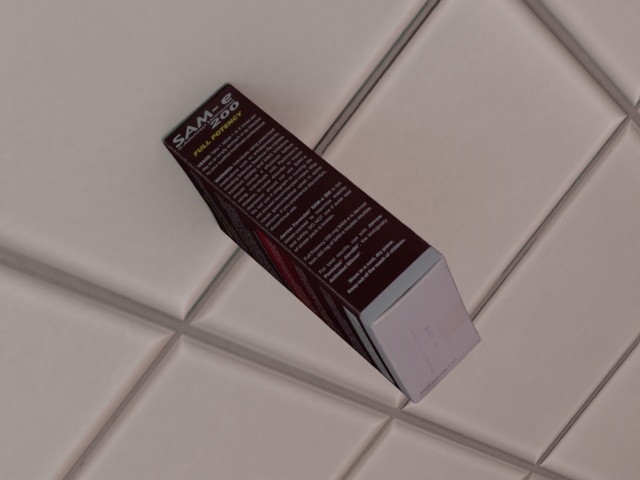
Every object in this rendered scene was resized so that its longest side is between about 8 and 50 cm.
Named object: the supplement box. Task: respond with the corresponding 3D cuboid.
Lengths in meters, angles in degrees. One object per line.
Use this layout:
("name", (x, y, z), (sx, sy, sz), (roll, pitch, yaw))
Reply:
("supplement box", (0.000, 0.000, 1.077), (0.073, 0.239, 0.130), (-44, 146, -10))
